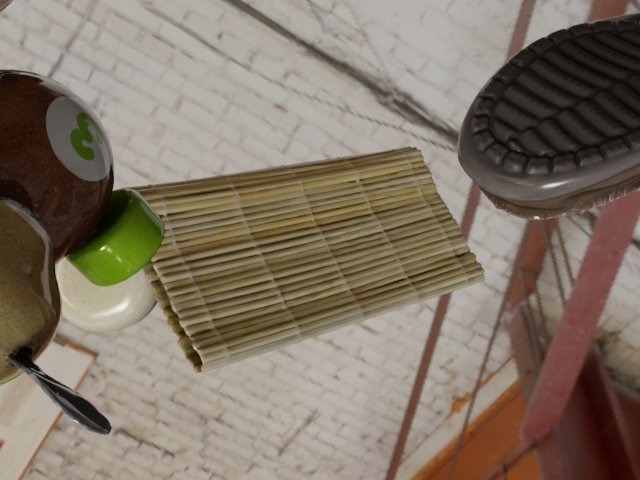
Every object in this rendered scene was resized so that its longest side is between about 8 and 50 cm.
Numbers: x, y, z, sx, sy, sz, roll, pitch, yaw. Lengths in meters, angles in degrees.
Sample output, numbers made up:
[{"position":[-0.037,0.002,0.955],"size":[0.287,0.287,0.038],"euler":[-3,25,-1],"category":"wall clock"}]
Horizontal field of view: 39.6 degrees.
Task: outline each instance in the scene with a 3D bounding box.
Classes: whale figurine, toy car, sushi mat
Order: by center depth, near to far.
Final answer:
[{"position":[-0.140,0.004,0.376],"size":[0.155,0.149,0.188],"euler":[52,171,-32],"category":"toy car"},{"position":[0.000,0.000,0.721],"size":[0.317,0.019,0.151],"euler":[-13,-111,-41],"category":"sushi mat"},{"position":[-0.345,0.008,1.408],"size":[0.141,0.216,0.271],"euler":[12,-122,-81],"category":"whale figurine"}]

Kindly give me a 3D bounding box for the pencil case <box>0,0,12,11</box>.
[{"position":[-0.333,-0.305,0.538],"size":[0.160,0.410,0.183],"euler":[16,-123,27],"category":"pencil case"}]

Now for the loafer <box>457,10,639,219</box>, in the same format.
[{"position":[0.262,-0.100,0.682],"size":[0.366,0.130,0.134],"euler":[-26,-128,-20],"category":"loafer"}]
